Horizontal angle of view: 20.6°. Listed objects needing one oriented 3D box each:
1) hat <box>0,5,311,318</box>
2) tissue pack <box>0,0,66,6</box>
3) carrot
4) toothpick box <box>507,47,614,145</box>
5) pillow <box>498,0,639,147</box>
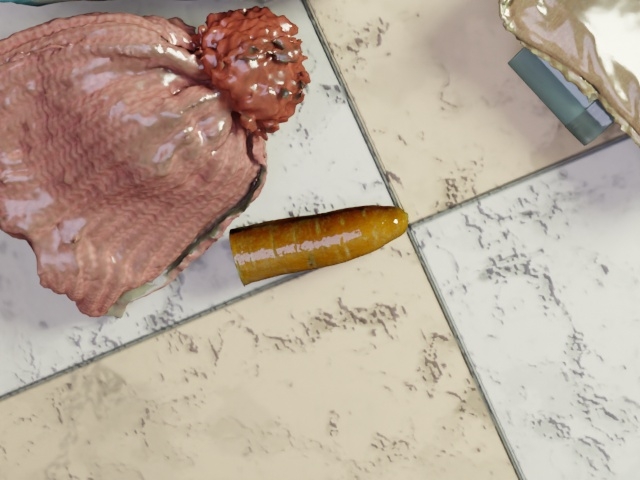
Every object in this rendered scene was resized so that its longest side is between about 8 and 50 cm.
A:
[{"bbox_3d":[-0.131,-0.083,1.315,0.286,0.107,0.236,-31,119,20],"label":"hat"},{"bbox_3d":[-0.101,-0.271,1.262,0.271,0.124,0.201,-1,101,11],"label":"tissue pack"},{"bbox_3d":[0.000,0.000,1.342,0.139,0.048,0.048,-12,100,11],"label":"carrot"},{"bbox_3d":[0.183,-0.116,1.282,0.052,0.052,0.083,-43,91,15],"label":"toothpick box"},{"bbox_3d":[0.234,-0.138,1.255,0.211,0.034,0.135,45,72,-1],"label":"pillow"}]
